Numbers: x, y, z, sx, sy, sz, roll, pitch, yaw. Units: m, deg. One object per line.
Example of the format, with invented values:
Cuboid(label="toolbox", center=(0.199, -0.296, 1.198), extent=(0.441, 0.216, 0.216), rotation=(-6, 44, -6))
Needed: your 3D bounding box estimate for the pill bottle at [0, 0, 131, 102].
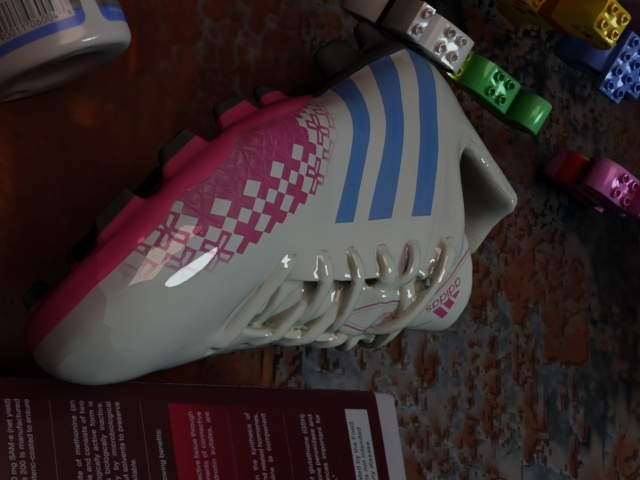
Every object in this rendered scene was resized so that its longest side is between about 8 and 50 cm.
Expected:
Cuboid(label="pill bottle", center=(-0.146, -0.139, 0.840), extent=(0.078, 0.078, 0.137), rotation=(-19, 86, -42))

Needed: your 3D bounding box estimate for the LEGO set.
Cuboid(label="LEGO set", center=(0.130, -0.094, 0.989), extent=(0.227, 0.093, 0.087), rotation=(33, 86, -36))

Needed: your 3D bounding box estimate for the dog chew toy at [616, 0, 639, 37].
Cuboid(label="dog chew toy", center=(0.168, -0.220, 1.056), extent=(0.332, 0.206, 0.206), rotation=(7, 69, -28))

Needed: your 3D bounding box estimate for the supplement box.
Cuboid(label="supplement box", center=(-0.070, 0.132, 0.797), extent=(0.239, 0.073, 0.130), rotation=(7, 67, -38))

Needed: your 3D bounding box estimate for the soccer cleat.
Cuboid(label="soccer cleat", center=(0.000, 0.000, 0.837), extent=(0.143, 0.116, 0.331), rotation=(48, 35, 1))
